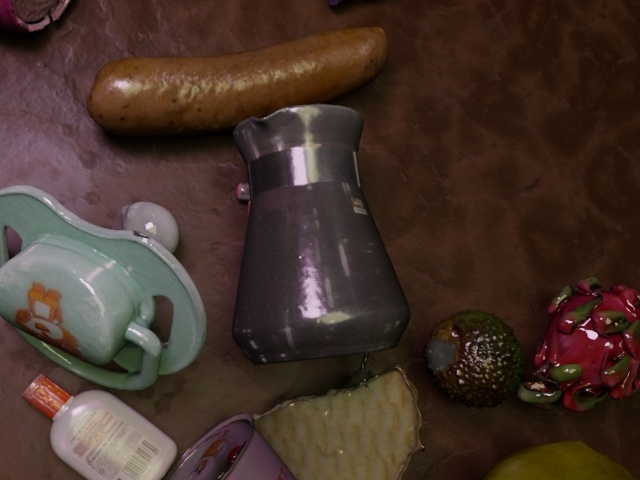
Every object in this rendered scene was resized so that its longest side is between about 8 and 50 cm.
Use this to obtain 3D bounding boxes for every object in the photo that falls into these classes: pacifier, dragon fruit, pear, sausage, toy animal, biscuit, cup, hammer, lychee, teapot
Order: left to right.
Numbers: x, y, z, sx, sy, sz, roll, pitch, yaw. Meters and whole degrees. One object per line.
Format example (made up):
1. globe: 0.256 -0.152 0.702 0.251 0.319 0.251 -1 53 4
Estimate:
1. pacifier: -0.287 0.046 0.892 0.344 0.288 0.269 26 37 9
2. sausage: -0.112 -0.247 1.034 0.501 0.123 0.136 -15 118 -21
3. hammer: -0.111 -0.052 1.049 0.053 0.031 0.083 3 88 -16
4. cup: -0.074 0.407 0.889 0.203 0.203 0.288 -46 101 -21
5. teapot: 0.000 0.000 0.964 0.300 0.254 0.343 10 72 -62
6. biscuit: 0.028 0.301 0.954 0.274 0.036 0.187 -20 94 12
7. toy animal: 0.064 0.218 1.017 0.070 0.079 0.252 24 74 -26
8. lychee: 0.255 0.194 1.053 0.171 0.171 0.171 4 78 -17
9. pear: 0.344 0.455 0.977 0.321 0.269 0.269 -45 94 -8
10. dragon fruit: 0.465 0.191 1.099 0.198 0.218 0.272 24 70 16

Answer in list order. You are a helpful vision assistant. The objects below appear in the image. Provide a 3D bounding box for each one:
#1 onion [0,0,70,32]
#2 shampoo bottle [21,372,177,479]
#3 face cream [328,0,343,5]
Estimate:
1. onion: -0.457 -0.416 0.942 0.201 0.200 0.207 18 105 -14
2. shampoo bottle: -0.311 0.267 0.902 0.221 0.051 0.108 40 71 -6
3. face cream: 0.121 -0.500 1.188 0.273 0.078 0.078 -36 91 -21
